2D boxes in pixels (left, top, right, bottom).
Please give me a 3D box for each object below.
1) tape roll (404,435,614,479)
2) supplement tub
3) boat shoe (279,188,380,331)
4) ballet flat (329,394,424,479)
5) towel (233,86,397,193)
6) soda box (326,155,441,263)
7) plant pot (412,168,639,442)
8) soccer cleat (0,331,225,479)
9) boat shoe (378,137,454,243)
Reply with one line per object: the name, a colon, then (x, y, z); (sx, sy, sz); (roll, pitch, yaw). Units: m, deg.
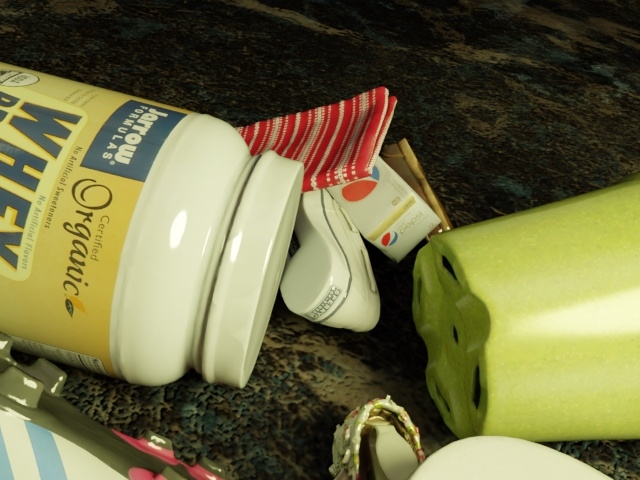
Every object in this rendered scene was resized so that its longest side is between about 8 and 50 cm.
tape roll: (0.171, 0.271, 0.290); (0.392, 0.072, 0.392); (29, 23, -14)
supplement tub: (-0.189, -0.011, 0.515); (0.317, 0.228, 0.228); (14, 38, 1)
boat shoe: (0.000, 0.000, 0.675); (0.088, 0.096, 0.267); (31, 16, -29)
ballet flat: (0.055, 0.215, 0.433); (0.091, 0.077, 0.240); (1, 41, -18)
towel: (-0.057, -0.102, 0.723); (0.275, 0.031, 0.198); (-9, 33, 23)
soda box: (0.050, -0.071, 0.753); (0.069, 0.074, 0.216); (37, 13, -43)
plant pot: (0.227, 0.069, 0.550); (0.254, 0.276, 0.276); (-8, 42, -8)
soccer cleat: (-0.152, 0.188, 0.397); (0.331, 0.116, 0.143); (33, 82, 2)
boat shoe: (0.113, -0.051, 0.794); (0.073, 0.073, 0.207); (-27, 38, 9)
